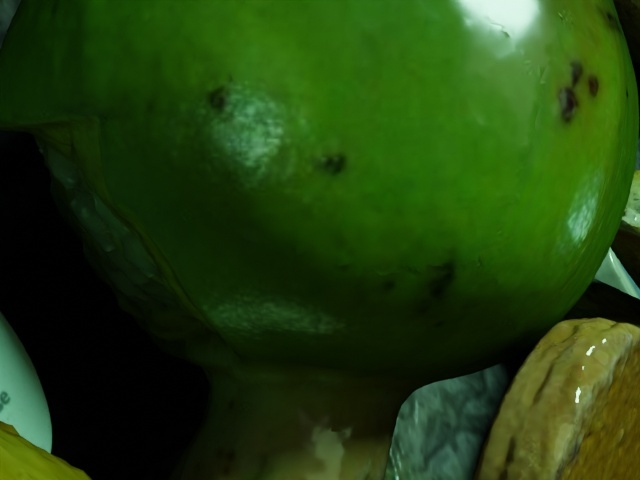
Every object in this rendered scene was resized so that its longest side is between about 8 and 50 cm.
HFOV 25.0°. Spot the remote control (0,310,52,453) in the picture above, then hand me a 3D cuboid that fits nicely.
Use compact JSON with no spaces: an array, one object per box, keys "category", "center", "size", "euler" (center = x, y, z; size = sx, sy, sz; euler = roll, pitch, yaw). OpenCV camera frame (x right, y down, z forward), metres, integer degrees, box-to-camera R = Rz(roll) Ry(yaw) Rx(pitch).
[{"category":"remote control","center":[-0.174,-0.011,0.433],"size":[0.256,0.045,0.097],"euler":[54,32,-11]}]

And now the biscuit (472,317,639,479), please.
[{"category":"biscuit","center":[0.061,0.183,0.509],"size":[0.205,0.049,0.324],"euler":[-2,105,-58]}]

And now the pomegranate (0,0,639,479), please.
[{"category":"pomegranate","center":[0.000,0.000,0.525],"size":[0.236,0.236,0.301],"euler":[12,77,-52]}]

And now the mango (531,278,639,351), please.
[{"category":"mango","center":[0.174,0.126,0.767],"size":[0.193,0.146,0.316],"euler":[45,16,-23]}]

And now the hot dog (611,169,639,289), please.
[{"category":"hot dog","center":[0.233,0.029,0.858],"size":[0.083,0.068,0.289],"euler":[38,0,32]}]

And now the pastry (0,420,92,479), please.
[{"category":"pastry","center":[-0.101,0.195,0.291],"size":[0.356,0.164,0.356],"euler":[41,32,-33]}]

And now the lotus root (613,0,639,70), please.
[{"category":"lotus root","center":[0.283,-0.220,1.181],"size":[0.145,0.128,0.260],"euler":[45,37,-48]}]

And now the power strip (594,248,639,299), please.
[{"category":"power strip","center":[0.227,0.074,0.978],"size":[0.191,0.030,0.047],"euler":[59,32,-8]}]
